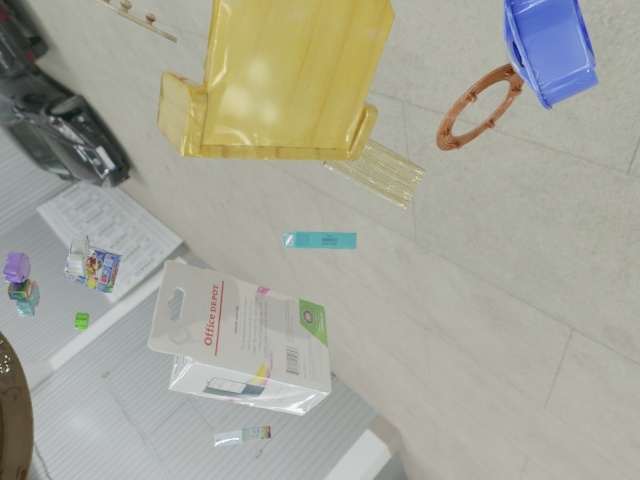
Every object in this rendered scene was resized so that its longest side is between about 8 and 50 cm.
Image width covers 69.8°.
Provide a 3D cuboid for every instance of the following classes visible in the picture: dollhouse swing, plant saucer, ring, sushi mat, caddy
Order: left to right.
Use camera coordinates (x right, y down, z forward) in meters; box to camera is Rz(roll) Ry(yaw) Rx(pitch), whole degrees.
[{"bbox_3d":[-0.426,0.222,0.540,0.278,0.041,0.278,167,90,-82],"label":"plant saucer"},{"bbox_3d":[-0.090,-0.314,0.825,0.315,0.346,0.305,42,130,51],"label":"dollhouse swing"},{"bbox_3d":[0.175,-0.233,1.464,0.316,0.152,0.019,26,179,-12],"label":"sushi mat"},{"bbox_3d":[0.502,-0.400,1.423,0.032,0.336,0.337,56,163,22],"label":"ring"},{"bbox_3d":[0.561,-0.500,1.151,0.179,0.241,0.341,-15,121,38],"label":"caddy"}]

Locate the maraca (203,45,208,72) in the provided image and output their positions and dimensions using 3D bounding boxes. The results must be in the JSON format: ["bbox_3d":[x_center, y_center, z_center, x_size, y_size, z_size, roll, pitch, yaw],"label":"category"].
[{"bbox_3d":[-0.334,-0.600,1.565,0.099,0.127,0.186,127,141,-67],"label":"maraca"}]

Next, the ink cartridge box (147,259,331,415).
[{"bbox_3d":[-0.161,0.192,0.889,0.353,0.207,0.119,22,130,-25],"label":"ink cartridge box"}]

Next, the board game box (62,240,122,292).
[{"bbox_3d":[-0.796,0.091,1.596,0.201,0.136,0.035,15,178,19],"label":"board game box"}]

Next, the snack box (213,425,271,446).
[{"bbox_3d":[-0.222,0.555,1.301,0.141,0.100,0.037,-27,62,38],"label":"snack box"}]

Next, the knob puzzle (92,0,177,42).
[{"bbox_3d":[-0.351,-0.429,0.867,0.213,0.030,0.213,25,-166,-7],"label":"knob puzzle"}]

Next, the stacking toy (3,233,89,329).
[{"bbox_3d":[-0.415,0.060,0.640,0.221,0.166,0.052,118,151,-46],"label":"stacking toy"}]

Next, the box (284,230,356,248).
[{"bbox_3d":[0.000,0.000,1.626,0.100,0.244,0.060,0,89,63],"label":"box"}]
